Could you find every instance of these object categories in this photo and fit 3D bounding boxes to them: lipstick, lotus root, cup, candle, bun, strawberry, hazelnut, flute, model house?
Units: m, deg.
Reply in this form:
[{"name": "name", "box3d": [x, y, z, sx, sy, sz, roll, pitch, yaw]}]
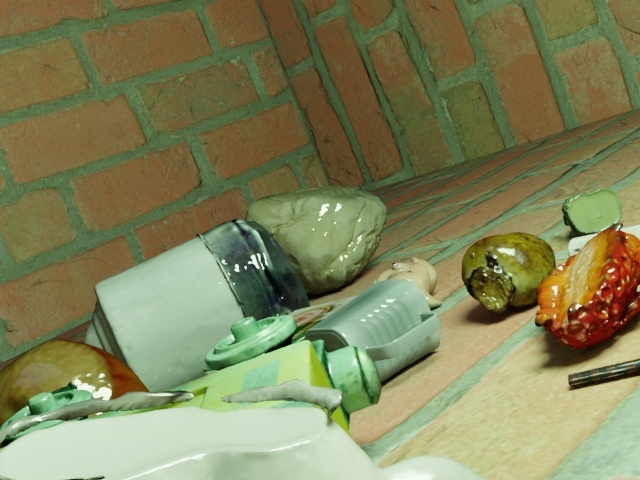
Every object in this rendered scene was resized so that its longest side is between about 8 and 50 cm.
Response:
[{"name": "lipstick", "box3d": [0.376, 0.004, 1.108, 0.040, 0.040, 0.141, -28, 8, -41]}, {"name": "lotus root", "box3d": [0.247, 0.030, 1.121, 0.108, 0.094, 0.191, 20, 21, 24]}, {"name": "cup", "box3d": [0.071, 0.111, 1.018, 0.129, 0.095, 0.128, -30, 12, -34]}, {"name": "candle", "box3d": [-0.203, 0.121, 1.294, 0.343, 0.221, 0.221, -26, 7, -14]}, {"name": "bun", "box3d": [-0.013, 0.003, 1.721, 0.282, 0.204, 0.281, -7, 5, 1]}, {"name": "strawberry", "box3d": [0.273, 0.060, 0.887, 0.121, 0.082, 0.188, -41, 3, 36]}, {"name": "hazelnut", "box3d": [-0.281, 0.201, 0.993, 0.210, 0.186, 0.210, -17, 13, 4]}, {"name": "flute", "box3d": [0.331, 0.084, 0.716, 0.270, 0.014, 0.014, -19, 7, 26]}, {"name": "model house", "box3d": [0.395, -0.044, 1.323, 0.079, 0.066, 0.083, -20, 5, -1]}]

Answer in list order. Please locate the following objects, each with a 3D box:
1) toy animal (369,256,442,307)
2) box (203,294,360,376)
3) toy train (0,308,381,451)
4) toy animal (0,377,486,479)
[{"name": "toy animal", "box3d": [0.132, 0.065, 1.293, 0.083, 0.089, 0.150, -43, -1, 28]}, {"name": "box", "box3d": [-0.028, 0.146, 1.118, 0.135, 0.081, 0.199, -17, 6, 40]}, {"name": "toy train", "box3d": [-0.136, 0.195, 0.754, 0.397, 0.160, 0.253, -21, 11, 4]}, {"name": "toy animal", "box3d": [-0.051, 0.172, 0.495, 0.326, 0.154, 0.208, 0, 14, 15]}]
